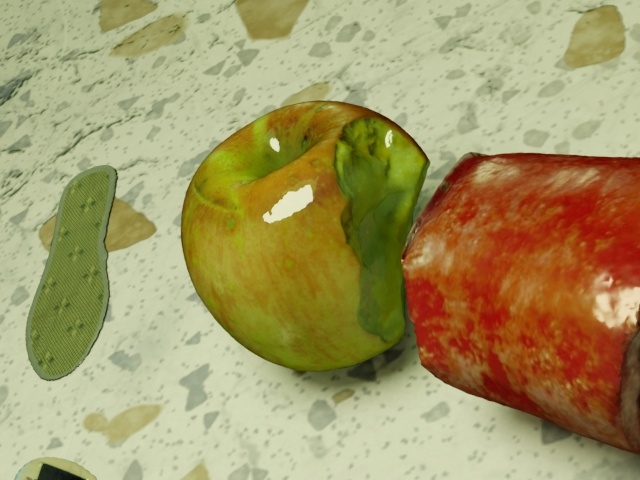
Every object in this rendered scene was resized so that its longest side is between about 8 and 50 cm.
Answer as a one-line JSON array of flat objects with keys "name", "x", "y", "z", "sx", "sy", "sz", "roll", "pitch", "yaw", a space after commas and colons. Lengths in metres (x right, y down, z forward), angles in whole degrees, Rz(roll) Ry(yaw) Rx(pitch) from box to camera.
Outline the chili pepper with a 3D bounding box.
[{"name": "chili pepper", "x": 0.226, "y": 0.048, "z": 1.259, "sx": 0.305, "sy": 0.229, "sz": 0.251, "roll": 7, "pitch": 58, "yaw": 51}]

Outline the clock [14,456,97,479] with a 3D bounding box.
[{"name": "clock", "x": -0.263, "y": 0.311, "z": 1.358, "sx": 0.194, "sy": 0.100, "sz": 0.195, "roll": -82, "pitch": 16, "yaw": -68}]

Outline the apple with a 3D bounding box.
[{"name": "apple", "x": 0.000, "y": 0.000, "z": 1.429, "sx": 0.246, "sy": 0.226, "sz": 0.246, "roll": -20, "pitch": 32, "yaw": 13}]

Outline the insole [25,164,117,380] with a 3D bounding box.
[{"name": "insole", "x": -0.276, "y": 0.030, "z": 1.750, "sx": 0.109, "sy": 0.007, "sz": 0.322, "roll": -17, "pitch": 44, "yaw": 19}]
